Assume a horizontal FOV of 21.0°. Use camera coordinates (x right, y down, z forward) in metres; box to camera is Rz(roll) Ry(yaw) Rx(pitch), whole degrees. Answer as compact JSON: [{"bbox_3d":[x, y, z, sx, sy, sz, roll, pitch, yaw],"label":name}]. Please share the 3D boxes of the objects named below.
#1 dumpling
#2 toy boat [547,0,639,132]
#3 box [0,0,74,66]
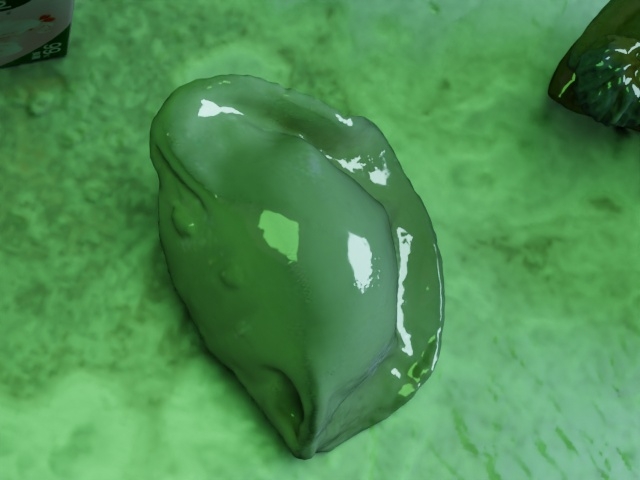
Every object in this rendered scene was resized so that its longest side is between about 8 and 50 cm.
[{"bbox_3d":[0.000,-0.002,0.786,0.134,0.100,0.169,-32,83,-31],"label":"dumpling"},{"bbox_3d":[0.261,-0.020,0.847,0.321,0.089,0.121,25,76,-4],"label":"toy boat"},{"bbox_3d":[-0.157,-0.116,0.774,0.089,0.125,0.043,-13,77,-13],"label":"box"}]
